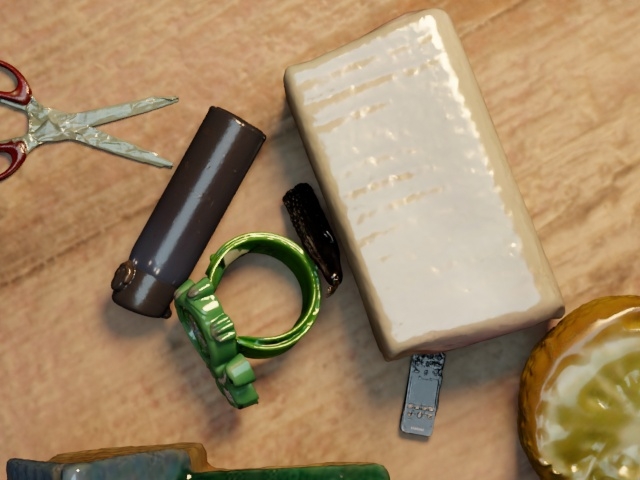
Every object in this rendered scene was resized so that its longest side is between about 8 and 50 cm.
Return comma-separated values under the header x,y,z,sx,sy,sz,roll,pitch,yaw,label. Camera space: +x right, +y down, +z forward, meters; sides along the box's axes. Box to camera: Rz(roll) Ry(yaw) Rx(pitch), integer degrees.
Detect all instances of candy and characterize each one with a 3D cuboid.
x,y,z,sx,sy,sz,roll,pitch,yaw,label
0.109,-0.053,1.540,0.208,0.145,0.359,-20,85,1,candy
0.335,0.182,1.522,0.259,0.118,0.260,0,92,-4,candy

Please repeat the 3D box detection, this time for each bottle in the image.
x,y,z,sx,sy,sz,roll,pitch,yaw,label
-0.150,-0.029,1.583,0.082,0.072,0.244,29,89,-38,bottle

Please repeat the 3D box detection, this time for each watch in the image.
x,y,z,sx,sy,sz,roll,pitch,yaw,label
-0.069,0.082,1.565,0.152,0.131,0.165,-30,82,-18,watch

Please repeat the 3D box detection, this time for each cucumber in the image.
x,y,z,sx,sy,sz,roll,pitch,yaw,label
0.000,0.000,1.550,0.043,0.163,0.039,4,129,-29,cucumber

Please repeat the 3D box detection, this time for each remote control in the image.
x,y,z,sx,sy,sz,roll,pitch,yaw,label
0.114,0.169,1.593,0.039,0.014,0.096,10,86,4,remote control

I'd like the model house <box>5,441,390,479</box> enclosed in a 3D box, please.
x,y,z,sx,sy,sz,roll,pitch,yaw,label
-0.108,0.365,1.428,0.382,0.342,0.335,-6,85,2,model house

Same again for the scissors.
x,y,z,sx,sy,sz,roll,pitch,yaw,label
-0.286,-0.131,1.624,0.247,0.017,0.144,3,87,1,scissors
